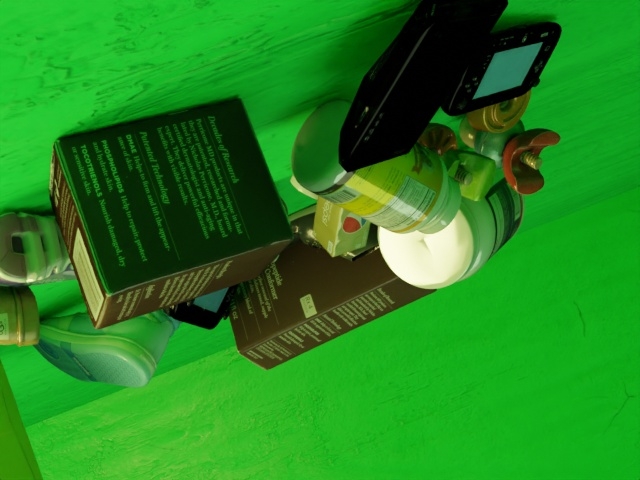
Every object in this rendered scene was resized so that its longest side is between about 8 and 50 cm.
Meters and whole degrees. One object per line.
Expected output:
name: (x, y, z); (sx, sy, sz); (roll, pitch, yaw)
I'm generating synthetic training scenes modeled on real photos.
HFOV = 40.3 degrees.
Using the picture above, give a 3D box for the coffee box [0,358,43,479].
coffee box: (-0.700, 0.364, 1.390); (0.334, 0.338, 0.337); (-29, 168, 35)

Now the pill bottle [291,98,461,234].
pill bottle: (0.076, -0.081, 1.080); (0.215, 0.117, 0.117); (25, 140, -38)

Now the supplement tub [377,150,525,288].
supplement tub: (0.230, -0.039, 1.509); (0.191, 0.191, 0.272); (-28, -179, 34)

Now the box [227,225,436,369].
box: (0.007, 0.078, 1.670); (0.381, 0.191, 0.143); (-26, 149, 10)

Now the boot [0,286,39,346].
boot: (-0.494, 0.082, 1.050); (0.269, 0.089, 0.236); (-3, -174, -26)

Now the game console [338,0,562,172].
game console: (0.169, -0.194, 0.971); (0.361, 0.044, 0.213); (-23, 154, -44)

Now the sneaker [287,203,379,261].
sneaker: (0.000, 0.000, 1.573); (0.222, 0.118, 0.083); (-26, 170, 21)

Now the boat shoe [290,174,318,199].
boat shoe: (0.051, -0.101, 1.311); (0.219, 0.078, 0.070); (-2, 127, -42)

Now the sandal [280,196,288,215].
sandal: (-0.086, -0.031, 1.393); (0.060, 0.090, 0.219); (-41, 172, -26)

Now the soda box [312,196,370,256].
soda box: (0.038, -0.068, 1.216); (0.061, 0.058, 0.181); (-17, 137, -28)

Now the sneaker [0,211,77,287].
sneaker: (-0.323, 0.013, 1.066); (0.104, 0.095, 0.236); (-21, 168, 37)

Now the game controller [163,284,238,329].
game controller: (-0.188, 0.067, 1.497); (0.166, 0.067, 0.319); (-56, 170, -5)

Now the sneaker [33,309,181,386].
sneaker: (-0.373, 0.147, 1.576); (0.319, 0.127, 0.208); (6, -133, 35)

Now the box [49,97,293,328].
box: (-0.166, -0.026, 0.935); (0.203, 0.167, 0.168); (-18, 169, -23)

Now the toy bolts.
toy bolts: (0.224, -0.168, 1.260); (0.228, 0.158, 0.218); (0, 118, -40)
